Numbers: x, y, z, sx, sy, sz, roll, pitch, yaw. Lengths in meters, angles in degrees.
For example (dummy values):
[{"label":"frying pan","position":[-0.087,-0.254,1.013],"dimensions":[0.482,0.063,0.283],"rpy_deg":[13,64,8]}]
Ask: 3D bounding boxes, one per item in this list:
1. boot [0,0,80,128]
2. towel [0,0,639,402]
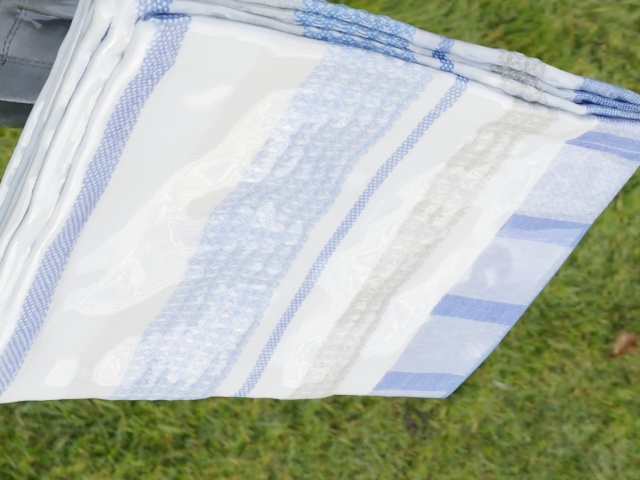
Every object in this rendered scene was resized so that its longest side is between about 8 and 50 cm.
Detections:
[{"label":"boot","position":[-0.042,-0.131,0.497],"dimensions":[0.118,0.338,0.222],"rpy_deg":[27,78,-48]},{"label":"towel","position":[0.000,0.000,0.502],"dimensions":[0.285,0.034,0.209],"rpy_deg":[6,130,-37]}]
